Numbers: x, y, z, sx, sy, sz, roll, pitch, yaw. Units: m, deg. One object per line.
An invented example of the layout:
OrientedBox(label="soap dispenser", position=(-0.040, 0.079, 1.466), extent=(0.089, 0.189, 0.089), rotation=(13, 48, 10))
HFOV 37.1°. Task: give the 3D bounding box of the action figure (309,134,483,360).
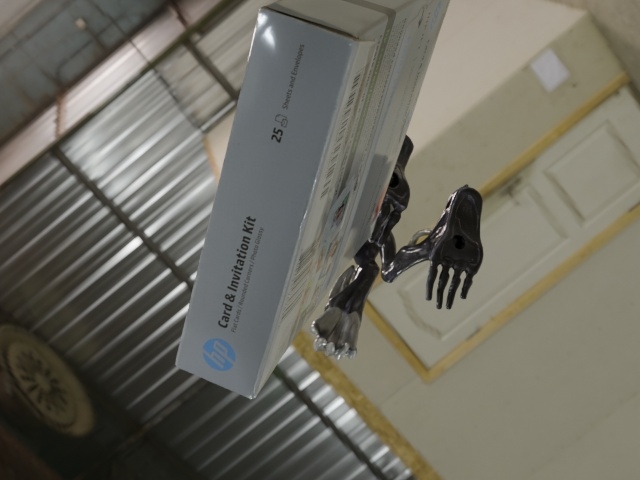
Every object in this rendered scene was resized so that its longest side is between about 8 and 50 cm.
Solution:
OrientedBox(label="action figure", position=(0.000, 0.000, 0.753), extent=(0.164, 0.141, 0.276), rotation=(39, 161, -18))

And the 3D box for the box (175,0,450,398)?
OrientedBox(label="box", position=(0.005, -0.040, 0.412), extent=(0.038, 0.145, 0.186), rotation=(22, -153, 10))
